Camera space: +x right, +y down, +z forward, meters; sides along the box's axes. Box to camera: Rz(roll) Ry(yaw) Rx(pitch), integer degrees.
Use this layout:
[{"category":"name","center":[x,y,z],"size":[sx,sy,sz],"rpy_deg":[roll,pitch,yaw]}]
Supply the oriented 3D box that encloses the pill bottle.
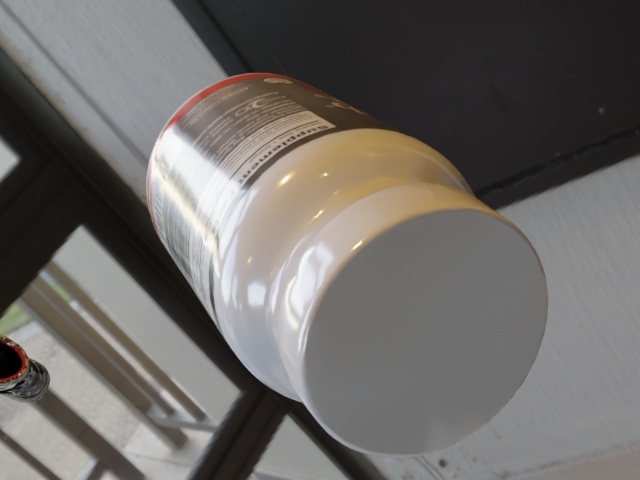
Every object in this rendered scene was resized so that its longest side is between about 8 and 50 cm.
[{"category":"pill bottle","center":[0.000,0.000,0.679],"size":[0.210,0.210,0.363],"rpy_deg":[-40,30,-5]}]

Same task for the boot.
[{"category":"boot","center":[-0.497,0.153,1.199],"size":[0.178,0.236,0.085],"rpy_deg":[123,166,-70]}]
